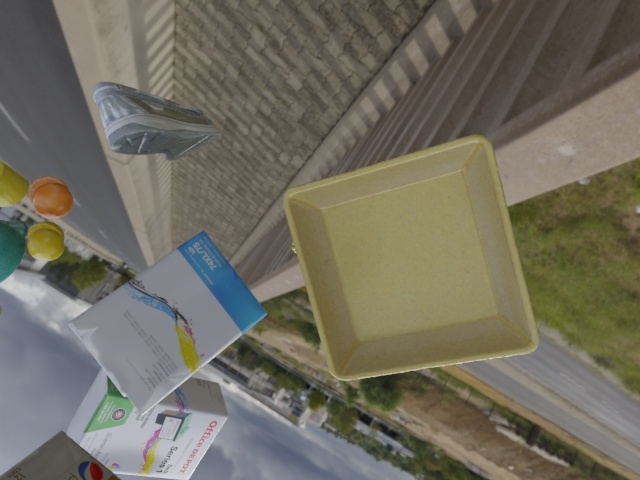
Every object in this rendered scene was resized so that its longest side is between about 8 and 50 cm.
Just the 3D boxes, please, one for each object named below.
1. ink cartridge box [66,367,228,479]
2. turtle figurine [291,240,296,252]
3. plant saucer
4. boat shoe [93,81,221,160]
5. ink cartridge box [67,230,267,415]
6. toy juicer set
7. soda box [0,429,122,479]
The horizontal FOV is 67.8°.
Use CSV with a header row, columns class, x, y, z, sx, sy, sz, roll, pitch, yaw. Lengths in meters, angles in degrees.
class,x,y,z,sx,sy,sz,roll,pitch,yaw
ink cartridge box,-0.376,0.400,1.047,0.278,0.201,0.117,25,-167,-33
turtle figurine,0.000,0.000,1.263,0.217,0.087,0.269,31,139,53
plant saucer,0.140,0.035,0.771,0.333,0.333,0.081,-14,-176,18
boat shoe,-0.285,-0.217,0.879,0.103,0.118,0.320,65,-162,-2
ink cartridge box,-0.283,0.149,0.894,0.197,0.270,0.198,54,156,-5
toy juicer set,-0.514,0.028,0.761,0.209,0.329,0.089,10,152,8
soda box,-0.248,0.256,0.355,0.069,0.216,0.074,38,-173,2
